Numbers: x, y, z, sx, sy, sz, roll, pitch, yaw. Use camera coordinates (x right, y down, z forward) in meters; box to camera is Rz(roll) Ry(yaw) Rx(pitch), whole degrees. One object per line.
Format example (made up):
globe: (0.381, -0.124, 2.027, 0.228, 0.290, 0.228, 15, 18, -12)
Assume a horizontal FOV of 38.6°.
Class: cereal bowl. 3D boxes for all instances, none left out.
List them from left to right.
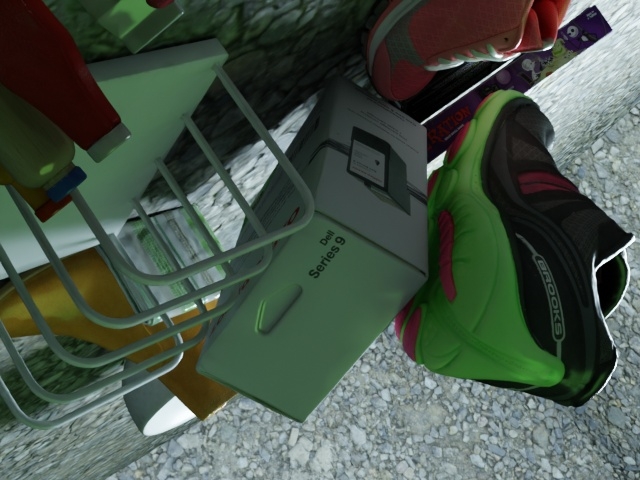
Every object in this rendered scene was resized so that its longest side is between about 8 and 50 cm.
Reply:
cereal bowl: (-0.153, 0.137, 1.354, 0.339, 0.141, 0.339, -34, 169, -8)

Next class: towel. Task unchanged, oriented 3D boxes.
towel: (-0.158, 0.024, 0.968, 0.023, 0.113, 0.152, -37, 170, 35)

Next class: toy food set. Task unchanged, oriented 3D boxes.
toy food set: (-0.120, -0.102, 0.503, 0.232, 0.104, 0.111, -36, -167, 14)

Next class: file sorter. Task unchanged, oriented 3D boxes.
file sorter: (-0.165, 0.007, 0.736, 0.192, 0.173, 0.278, -23, 164, -43)

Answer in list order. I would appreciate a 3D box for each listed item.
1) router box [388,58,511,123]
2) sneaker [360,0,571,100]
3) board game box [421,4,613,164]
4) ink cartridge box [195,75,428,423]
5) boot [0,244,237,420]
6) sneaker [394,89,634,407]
router box: (0.163, -0.212, 1.088, 0.178, 0.046, 0.133, -35, 170, 0)
sneaker: (0.145, -0.206, 0.841, 0.115, 0.136, 0.314, -25, 165, -36)
board game box: (0.194, -0.169, 1.186, 0.346, 0.056, 0.208, -36, 179, -15)
ink cartridge box: (0.000, 0.000, 0.891, 0.211, 0.121, 0.289, -53, -166, 30)
boot: (-0.184, 0.103, 0.960, 0.295, 0.211, 0.104, -23, 162, -45)
sneaker: (0.199, 0.004, 0.918, 0.185, 0.202, 0.483, -59, -175, 33)
